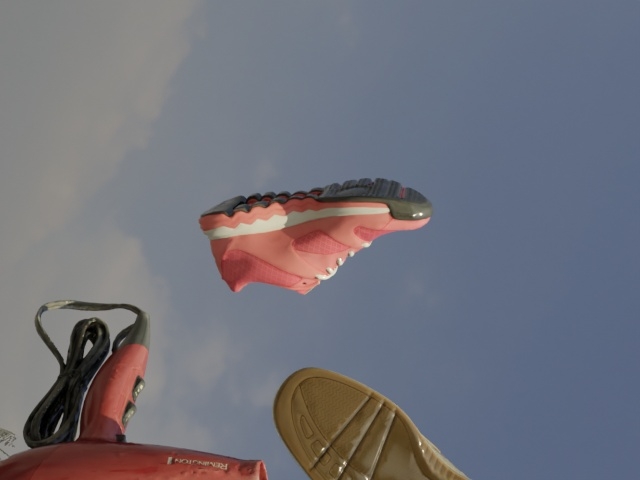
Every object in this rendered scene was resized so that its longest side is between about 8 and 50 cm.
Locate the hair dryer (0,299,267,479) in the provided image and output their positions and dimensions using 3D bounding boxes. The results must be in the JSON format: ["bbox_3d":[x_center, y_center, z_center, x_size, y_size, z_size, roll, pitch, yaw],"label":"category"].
[{"bbox_3d":[-0.154,0.122,0.659,0.293,0.080,0.223,21,-129,35],"label":"hair dryer"}]

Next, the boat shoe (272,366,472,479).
[{"bbox_3d":[0.072,0.232,0.971,0.109,0.302,0.098,-57,-169,-12],"label":"boat shoe"}]

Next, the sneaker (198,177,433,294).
[{"bbox_3d":[0.000,0.000,1.295,0.116,0.313,0.136,-48,130,-68],"label":"sneaker"}]
